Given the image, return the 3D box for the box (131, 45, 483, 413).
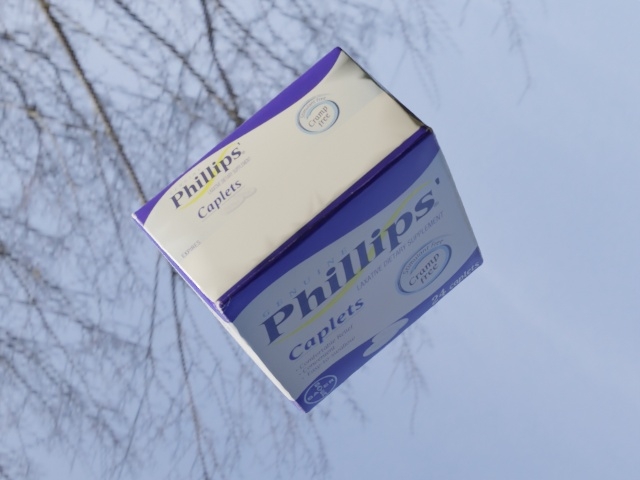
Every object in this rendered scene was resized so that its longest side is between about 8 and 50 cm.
[{"bbox_3d":[0.000,0.000,0.624,0.126,0.137,0.072,-40,-122,-5],"label":"box"}]
